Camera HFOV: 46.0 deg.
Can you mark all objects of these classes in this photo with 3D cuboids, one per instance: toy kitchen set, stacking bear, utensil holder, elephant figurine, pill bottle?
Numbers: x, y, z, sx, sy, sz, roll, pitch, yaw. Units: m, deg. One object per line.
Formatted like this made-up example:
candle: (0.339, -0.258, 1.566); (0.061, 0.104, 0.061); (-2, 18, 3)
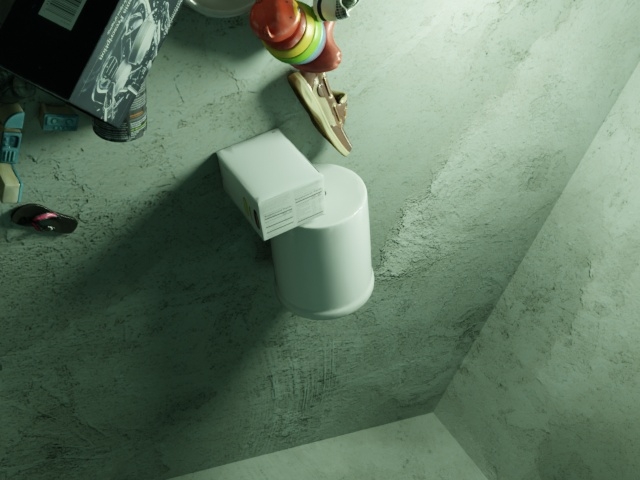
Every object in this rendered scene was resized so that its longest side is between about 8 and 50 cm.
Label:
toy kitchen set: (-0.662, -0.205, 1.760); (0.166, 0.122, 0.207); (-3, 128, -37)
stacking bear: (-0.076, -0.516, 1.834); (0.164, 0.175, 0.289); (-8, 178, 20)
utensil holder: (0.000, 0.000, 2.343); (0.327, 0.327, 0.385); (-24, 135, -20)
elephant figurine: (-0.721, -0.357, 1.547); (0.239, 0.169, 0.186); (-10, 118, -41)
pill bottle: (-0.471, -0.363, 1.760); (0.130, 0.130, 0.245); (-15, 135, -28)

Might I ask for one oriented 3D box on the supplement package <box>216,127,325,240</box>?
supplement package: (-0.139, -0.162, 2.114); (0.204, 0.262, 0.145); (-25, 138, -19)

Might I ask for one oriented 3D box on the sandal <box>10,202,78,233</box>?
sandal: (-0.703, -0.049, 1.938); (0.179, 0.040, 0.067); (16, 115, -46)

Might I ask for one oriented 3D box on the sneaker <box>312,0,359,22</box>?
sneaker: (0.072, -0.622, 1.832); (0.090, 0.095, 0.235); (46, 61, -45)

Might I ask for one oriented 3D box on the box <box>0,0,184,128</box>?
box: (-0.443, -0.432, 1.496); (0.343, 0.179, 0.312); (-63, 179, 1)

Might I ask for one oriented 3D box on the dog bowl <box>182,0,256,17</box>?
dog bowl: (-0.219, -0.666, 1.703); (0.349, 0.102, 0.349); (-21, 137, -21)

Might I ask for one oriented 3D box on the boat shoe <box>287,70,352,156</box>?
boat shoe: (0.031, -0.378, 2.169); (0.123, 0.123, 0.342); (-38, 135, -1)
